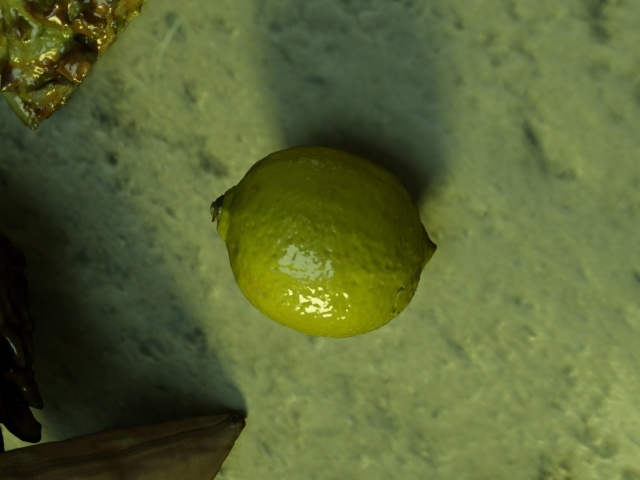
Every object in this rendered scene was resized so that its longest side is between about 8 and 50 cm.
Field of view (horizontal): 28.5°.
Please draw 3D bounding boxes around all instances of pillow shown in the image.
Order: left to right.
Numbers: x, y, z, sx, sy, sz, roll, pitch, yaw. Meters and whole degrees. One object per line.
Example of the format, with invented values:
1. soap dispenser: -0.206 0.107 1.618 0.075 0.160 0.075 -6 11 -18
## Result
1. pillow: -0.180 0.207 0.871 0.084 0.223 0.236 59 136 29

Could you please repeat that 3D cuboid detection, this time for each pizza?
1. pizza: -0.171 -0.156 0.775 0.134 0.046 0.175 -3 112 28

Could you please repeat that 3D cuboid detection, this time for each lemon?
1. lemon: 0.000 0.000 0.727 0.133 0.109 0.109 13 120 4

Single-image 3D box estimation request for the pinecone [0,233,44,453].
1. pinecone: -0.289 0.074 0.857 0.201 0.202 0.229 -26 101 1
